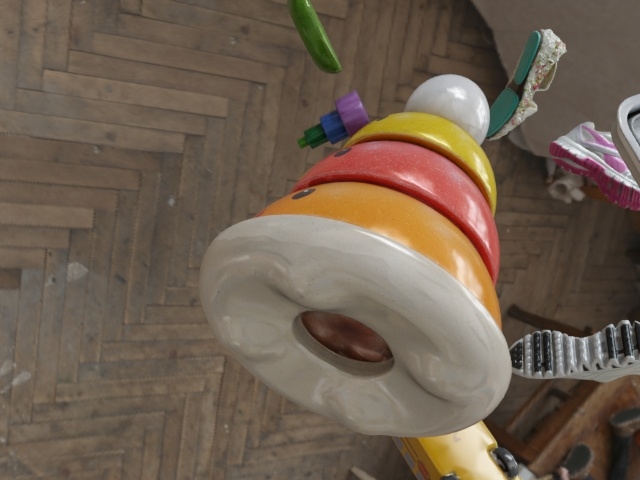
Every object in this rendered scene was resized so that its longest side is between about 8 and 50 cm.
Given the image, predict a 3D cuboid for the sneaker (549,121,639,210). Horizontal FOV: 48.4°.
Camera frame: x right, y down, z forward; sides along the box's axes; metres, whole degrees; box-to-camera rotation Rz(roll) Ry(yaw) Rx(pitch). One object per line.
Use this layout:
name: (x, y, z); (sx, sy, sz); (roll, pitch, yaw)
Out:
sneaker: (0.601, -0.159, 1.453); (0.111, 0.252, 0.103); (-48, 163, -7)

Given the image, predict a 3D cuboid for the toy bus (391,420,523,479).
toy bus: (0.171, 0.284, 1.108); (0.108, 0.333, 0.130); (-22, 148, -20)

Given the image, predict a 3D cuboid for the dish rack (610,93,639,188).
dish rack: (0.591, -0.080, 1.059); (0.285, 0.072, 0.333); (-19, 75, -22)

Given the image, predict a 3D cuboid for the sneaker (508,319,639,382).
sneaker: (0.522, 0.243, 1.435); (0.118, 0.292, 0.110); (47, 46, -38)

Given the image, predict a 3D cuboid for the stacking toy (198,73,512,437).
stacking toy: (0.099, -0.037, 0.883); (0.351, 0.350, 0.480); (53, 46, -30)

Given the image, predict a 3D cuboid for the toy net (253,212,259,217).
toy net: (0.000, 0.000, 1.195); (0.232, 0.122, 0.045); (18, 67, -2)

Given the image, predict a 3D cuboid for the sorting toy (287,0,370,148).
sorting toy: (-0.061, -0.280, 0.952); (0.126, 0.127, 0.366); (-25, 104, 9)

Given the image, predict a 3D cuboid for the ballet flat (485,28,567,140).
ballet flat: (0.405, -0.293, 1.397); (0.077, 0.091, 0.241); (13, 123, -18)
